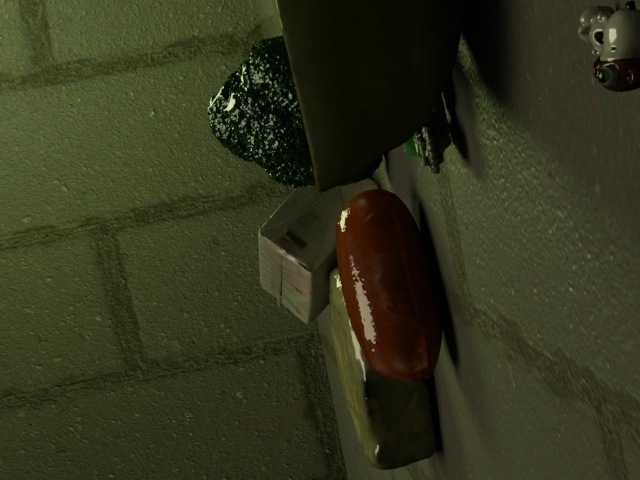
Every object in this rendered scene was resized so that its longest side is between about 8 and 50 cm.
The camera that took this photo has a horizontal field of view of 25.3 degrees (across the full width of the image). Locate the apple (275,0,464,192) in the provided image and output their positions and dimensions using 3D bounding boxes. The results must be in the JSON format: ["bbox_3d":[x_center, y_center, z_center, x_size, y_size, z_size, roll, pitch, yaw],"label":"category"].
[{"bbox_3d":[-0.001,-0.250,1.377,0.311,0.320,0.360,12,126,43],"label":"apple"}]

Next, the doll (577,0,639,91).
[{"bbox_3d":[0.191,-0.127,0.936,0.085,0.040,0.058,-152,64,-77],"label":"doll"}]

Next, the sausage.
[{"bbox_3d":[0.089,0.058,1.867,0.133,0.133,0.258,97,162,-72],"label":"sausage"}]

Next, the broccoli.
[{"bbox_3d":[-0.027,-0.205,2.099,0.269,0.269,0.254,-109,15,-53],"label":"broccoli"}]

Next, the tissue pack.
[{"bbox_3d":[0.000,0.000,2.260,0.124,0.185,0.225,38,161,14],"label":"tissue pack"}]

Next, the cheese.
[{"bbox_3d":[0.092,0.182,2.151,0.318,0.115,0.326,90,165,-64],"label":"cheese"}]

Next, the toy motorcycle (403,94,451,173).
[{"bbox_3d":[0.108,-0.162,1.567,0.106,0.074,0.190,52,-155,-84],"label":"toy motorcycle"}]
